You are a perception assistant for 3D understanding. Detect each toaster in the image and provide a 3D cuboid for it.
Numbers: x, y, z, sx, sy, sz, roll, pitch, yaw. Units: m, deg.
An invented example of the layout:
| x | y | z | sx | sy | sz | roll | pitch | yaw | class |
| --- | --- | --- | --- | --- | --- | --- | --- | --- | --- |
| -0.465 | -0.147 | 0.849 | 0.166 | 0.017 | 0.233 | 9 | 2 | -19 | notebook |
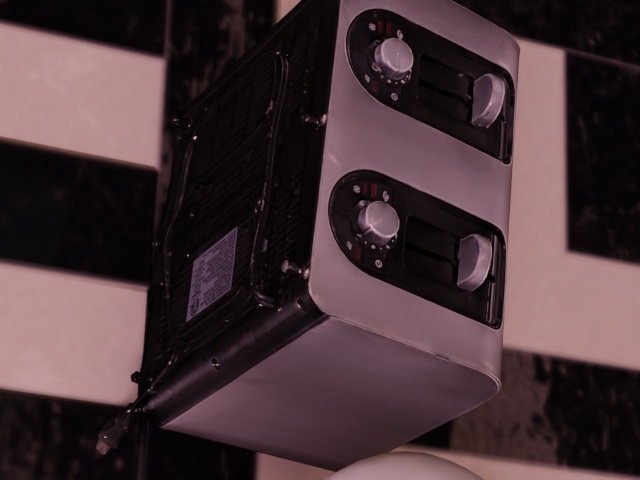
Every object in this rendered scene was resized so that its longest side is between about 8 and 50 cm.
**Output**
| x | y | z | sx | sy | sz | roll | pitch | yaw | class |
| --- | --- | --- | --- | --- | --- | --- | --- | --- | --- |
| 0.000 | 0.000 | 0.827 | 0.110 | 0.186 | 0.168 | 21 | 58 | -24 | toaster |

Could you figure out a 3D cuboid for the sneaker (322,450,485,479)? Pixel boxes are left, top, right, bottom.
| x | y | z | sx | sy | sz | roll | pitch | yaw | class |
| --- | --- | --- | --- | --- | --- | --- | --- | --- | --- |
| 0.098 | 0.210 | 0.710 | 0.130 | 0.323 | 0.236 | -48 | 62 | 1 | sneaker |
